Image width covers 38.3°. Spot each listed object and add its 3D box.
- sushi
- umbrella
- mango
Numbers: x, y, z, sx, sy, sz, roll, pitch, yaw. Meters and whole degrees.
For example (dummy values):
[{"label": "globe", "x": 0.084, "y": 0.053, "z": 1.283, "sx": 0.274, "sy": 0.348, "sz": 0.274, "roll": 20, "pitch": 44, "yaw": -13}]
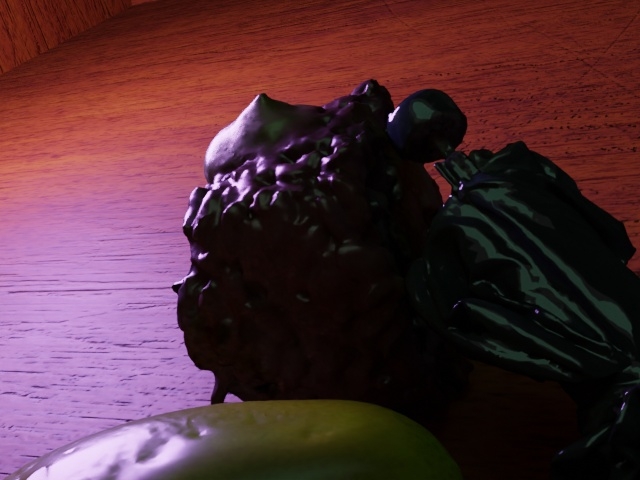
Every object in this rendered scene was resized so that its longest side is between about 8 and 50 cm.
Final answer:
[{"label": "sushi", "x": 0.000, "y": 0.000, "z": 0.691, "sx": 0.171, "sy": 0.236, "sz": 0.270, "roll": -17, "pitch": 27, "yaw": 20}, {"label": "umbrella", "x": 0.135, "y": 0.042, "z": 0.526, "sx": 0.143, "sy": 0.094, "sz": 0.348, "roll": -4, "pitch": 47, "yaw": -36}, {"label": "mango", "x": -0.067, "y": 0.166, "z": 0.477, "sx": 0.273, "sy": 0.149, "sz": 0.185, "roll": -20, "pitch": 17, "yaw": -21}]
